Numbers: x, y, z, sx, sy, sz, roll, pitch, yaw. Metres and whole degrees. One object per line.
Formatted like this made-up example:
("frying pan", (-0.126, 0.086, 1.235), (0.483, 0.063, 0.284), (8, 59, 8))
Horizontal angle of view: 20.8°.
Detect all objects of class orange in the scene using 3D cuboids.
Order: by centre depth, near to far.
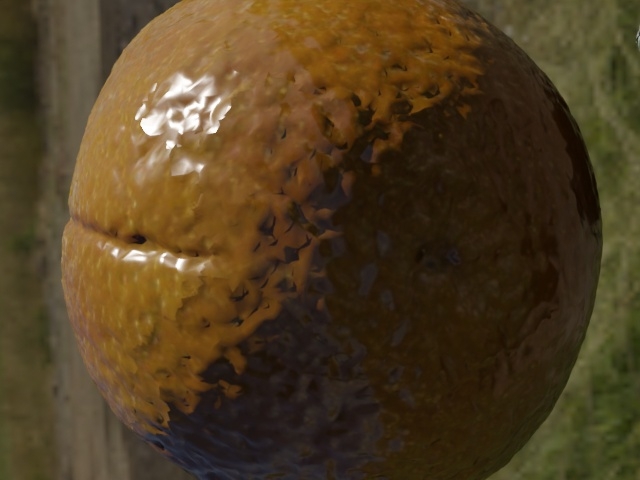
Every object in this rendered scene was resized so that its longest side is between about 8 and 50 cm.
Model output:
("orange", (0.000, 0.000, 1.030), (0.357, 0.322, 0.322), (-161, 69, -76))

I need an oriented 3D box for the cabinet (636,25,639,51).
("cabinet", (0.313, -0.134, 1.209), (0.206, 0.145, 0.150), (-65, -43, -59))
